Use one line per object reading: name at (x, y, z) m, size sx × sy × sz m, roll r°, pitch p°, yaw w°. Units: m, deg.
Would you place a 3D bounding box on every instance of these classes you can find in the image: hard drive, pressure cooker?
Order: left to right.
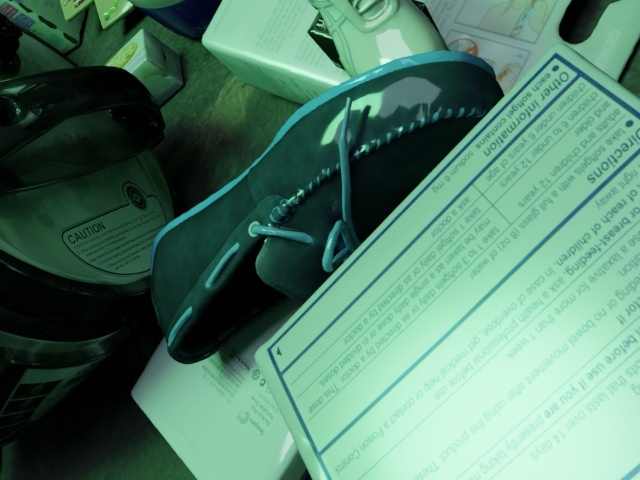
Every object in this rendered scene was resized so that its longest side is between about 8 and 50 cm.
pressure cooker at (-0.347, -0.020, 0.746) m, size 0.420 × 0.375 × 0.370 m, roll -38°, pitch 44°, yaw 21°
hard drive at (-0.026, 0.051, 0.657) m, size 0.210 × 0.040 × 0.319 m, roll 32°, pitch 91°, yaw 46°

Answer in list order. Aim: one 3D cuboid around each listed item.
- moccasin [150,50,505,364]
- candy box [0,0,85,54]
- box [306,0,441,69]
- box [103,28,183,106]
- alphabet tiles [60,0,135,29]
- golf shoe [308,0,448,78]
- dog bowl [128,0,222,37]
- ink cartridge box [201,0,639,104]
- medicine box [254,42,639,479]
moccasin at (0.000, 0.000, 0.559) m, size 0.342 × 0.137 × 0.117 m, roll -35°, pitch 51°, yaw 42°
candy box at (-0.456, -0.399, 1.176) m, size 0.070 × 0.196 × 0.165 m, roll -21°, pitch 54°, yaw 33°
box at (0.044, -0.159, 0.604) m, size 0.083 × 0.062 × 0.052 m, roll 28°, pitch 87°, yaw 29°
box at (-0.311, -0.141, 1.002) m, size 0.324 × 0.063 × 0.067 m, roll -34°, pitch 47°, yaw 24°
alphabet tiles at (-0.257, -0.471, 1.102) m, size 0.342 × 0.011 × 0.285 m, roll -30°, pitch 65°, yaw 18°
golf shoe at (0.022, -0.169, 0.533) m, size 0.069 × 0.086 × 0.176 m, roll -38°, pitch 64°, yaw 6°
dog bowl at (-0.140, -0.385, 0.929) m, size 0.264 × 0.104 × 0.265 m, roll -14°, pitch 64°, yaw 30°
ink cartridge box at (0.115, -0.243, 0.687) m, size 0.385 × 0.091 × 0.308 m, roll 26°, pitch 86°, yaw 29°
medicine box at (0.142, 0.091, 0.406) m, size 0.263 × 0.149 × 0.289 m, roll -46°, pitch 46°, yaw 13°
